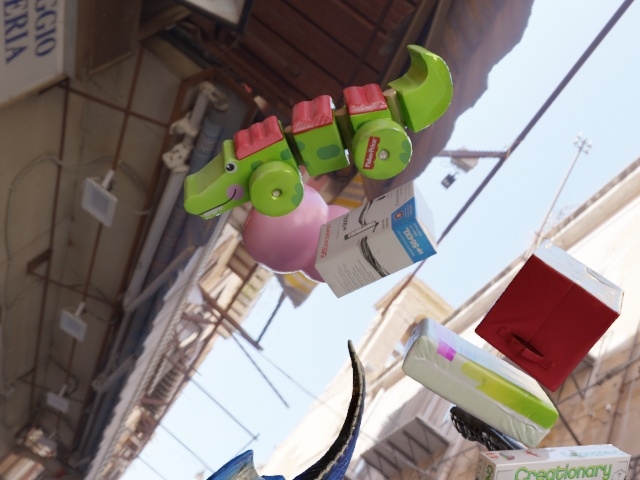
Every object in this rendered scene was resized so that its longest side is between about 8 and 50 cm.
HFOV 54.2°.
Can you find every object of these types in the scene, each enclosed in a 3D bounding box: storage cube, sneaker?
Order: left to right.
[{"bbox_3d":[0.403,0.428,1.404,0.267,0.106,0.101,32,-35,58],"label":"sneaker"},{"bbox_3d":[0.441,0.135,1.200,0.183,0.215,0.193,38,-65,18],"label":"storage cube"}]

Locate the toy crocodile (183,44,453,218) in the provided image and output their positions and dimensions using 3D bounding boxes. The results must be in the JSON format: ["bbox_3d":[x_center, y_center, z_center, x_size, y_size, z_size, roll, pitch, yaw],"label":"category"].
[{"bbox_3d":[-0.008,-0.118,0.731,0.340,0.115,0.105,-20,-55,7],"label":"toy crocodile"}]

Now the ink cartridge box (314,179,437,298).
[{"bbox_3d":[0.098,-0.003,1.120,0.203,0.148,0.086,-26,-64,19],"label":"ink cartridge box"}]

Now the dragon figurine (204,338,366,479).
[{"bbox_3d":[-0.037,0.174,0.340,0.085,0.289,0.144,37,-20,14],"label":"dragon figurine"}]

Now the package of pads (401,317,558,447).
[{"bbox_3d":[0.312,0.280,1.275,0.296,0.229,0.101,30,-84,8],"label":"package of pads"}]

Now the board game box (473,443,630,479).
[{"bbox_3d":[0.400,0.464,1.101,0.053,0.305,0.193,-157,-107,-66],"label":"board game box"}]

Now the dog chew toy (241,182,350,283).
[{"bbox_3d":[0.000,0.000,1.383,0.332,0.206,0.206,22,-40,-11],"label":"dog chew toy"}]
